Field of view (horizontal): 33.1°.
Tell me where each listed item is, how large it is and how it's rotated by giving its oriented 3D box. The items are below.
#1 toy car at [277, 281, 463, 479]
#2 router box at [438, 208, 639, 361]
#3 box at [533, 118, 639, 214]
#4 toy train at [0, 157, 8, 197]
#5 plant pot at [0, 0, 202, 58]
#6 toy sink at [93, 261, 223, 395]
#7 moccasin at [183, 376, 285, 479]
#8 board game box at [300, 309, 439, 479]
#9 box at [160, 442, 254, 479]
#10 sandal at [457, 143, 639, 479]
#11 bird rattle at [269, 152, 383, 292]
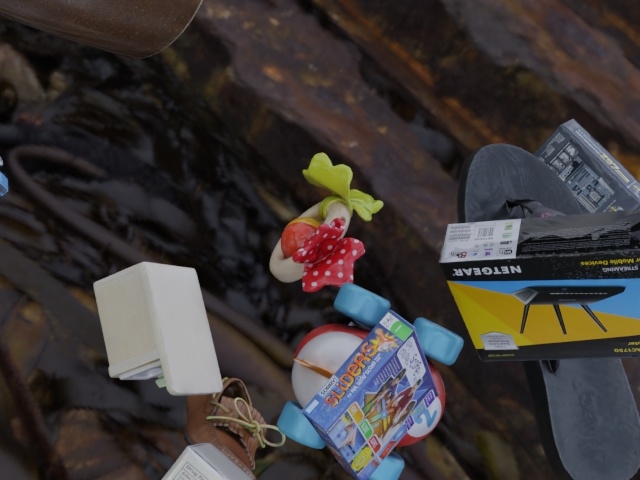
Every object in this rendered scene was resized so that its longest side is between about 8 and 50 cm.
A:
[{"bbox_3d":[0.047,0.182,1.348,0.210,0.219,0.238,26,0,13],"label":"toy car"},{"bbox_3d":[0.199,0.039,0.847,0.133,0.179,0.046,61,34,-41],"label":"router box"},{"bbox_3d":[0.405,-0.059,1.801,0.183,0.232,0.059,48,39,13],"label":"box"},{"bbox_3d":[-0.554,-0.062,1.622,0.080,0.184,0.105,52,2,-27],"label":"toy train"},{"bbox_3d":[-0.227,-0.257,0.804,0.230,0.215,0.215,0,56,-42],"label":"plant pot"},{"bbox_3d":[-0.285,0.171,1.876,0.153,0.131,0.234,11,60,-61],"label":"toy sink"},{"bbox_3d":[-0.156,0.342,1.935,0.139,0.147,0.380,54,0,-9],"label":"moccasin"},{"bbox_3d":[0.058,0.169,1.126,0.035,0.201,0.136,36,76,27],"label":"board game box"},{"bbox_3d":[-0.209,0.440,1.464,0.148,0.311,0.121,40,-1,11],"label":"box"},{"bbox_3d":[0.303,0.082,1.308,0.168,0.107,0.445,-20,88,-24],"label":"sandal"},{"bbox_3d":[0.000,0.000,1.738,0.143,0.207,0.253,34,45,-24],"label":"bird rattle"}]
